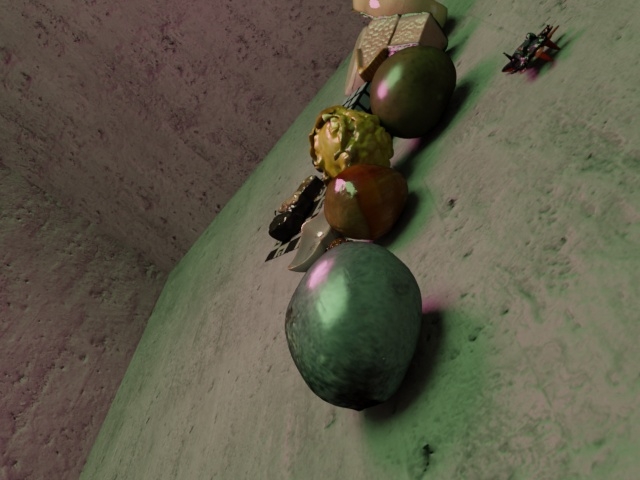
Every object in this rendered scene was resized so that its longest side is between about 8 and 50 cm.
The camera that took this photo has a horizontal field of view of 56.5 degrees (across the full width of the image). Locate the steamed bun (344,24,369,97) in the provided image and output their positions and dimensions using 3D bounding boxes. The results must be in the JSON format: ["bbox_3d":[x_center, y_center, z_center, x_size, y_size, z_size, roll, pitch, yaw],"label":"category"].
[{"bbox_3d":[0.200,-0.626,2.150,0.283,0.177,0.283,-166,90,-84],"label":"steamed bun"}]

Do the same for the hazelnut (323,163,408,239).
[{"bbox_3d":[0.109,-0.096,1.394,0.214,0.176,0.214,-23,19,8],"label":"hazelnut"}]

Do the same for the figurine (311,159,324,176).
[{"bbox_3d":[0.060,-0.224,1.754,0.193,0.140,0.265,112,161,-44],"label":"figurine"}]

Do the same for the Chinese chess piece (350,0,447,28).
[{"bbox_3d":[0.275,-0.808,2.080,0.338,0.337,0.141,-96,26,-66],"label":"Chinese chess piece"}]

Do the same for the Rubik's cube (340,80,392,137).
[{"bbox_3d":[0.139,-0.370,1.870,0.162,0.160,0.163,-23,34,59],"label":"Rubik's cube"}]

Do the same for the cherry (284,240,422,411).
[{"bbox_3d":[0.056,0.136,1.001,0.255,0.218,0.296,-46,29,25],"label":"cherry"}]

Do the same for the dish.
[{"bbox_3d":[0.000,0.000,1.655,0.151,0.077,0.212,-39,21,35],"label":"dish"}]

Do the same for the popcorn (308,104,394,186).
[{"bbox_3d":[0.078,-0.233,1.556,0.190,0.250,0.250,-23,9,-17],"label":"popcorn"}]

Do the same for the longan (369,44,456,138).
[{"bbox_3d":[0.239,-0.383,1.560,0.246,0.215,0.246,-17,71,62],"label":"longan"}]

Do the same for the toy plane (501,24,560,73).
[{"bbox_3d":[0.441,-0.403,1.297,0.130,0.061,0.189,-57,17,-9],"label":"toy plane"}]

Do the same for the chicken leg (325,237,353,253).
[{"bbox_3d":[0.050,0.044,1.462,0.105,0.063,0.234,-48,15,2],"label":"chicken leg"}]

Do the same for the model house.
[{"bbox_3d":[0.254,-0.557,1.881,0.236,0.202,0.238,10,69,35],"label":"model house"}]

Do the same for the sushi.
[{"bbox_3d":[-0.095,-0.124,2.114,0.296,0.100,0.373,-23,34,59],"label":"sushi"}]
